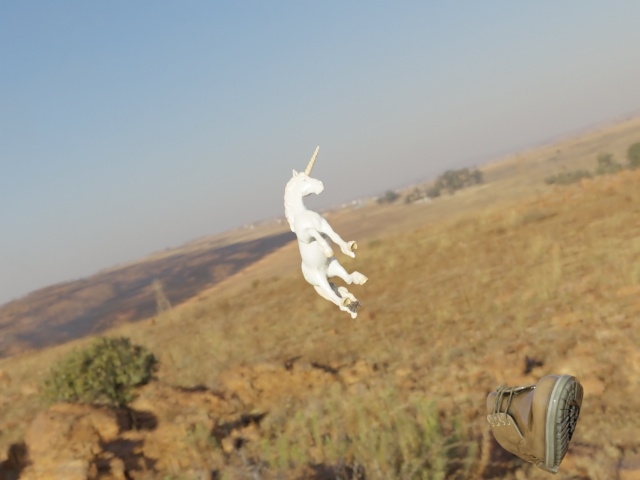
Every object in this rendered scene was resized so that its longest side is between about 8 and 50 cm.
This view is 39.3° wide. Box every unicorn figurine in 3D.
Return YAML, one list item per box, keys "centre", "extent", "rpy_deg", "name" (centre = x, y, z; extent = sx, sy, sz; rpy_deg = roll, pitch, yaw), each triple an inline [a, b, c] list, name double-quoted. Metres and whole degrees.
- centre: [0.000, 0.000, 0.931]
  extent: [0.060, 0.162, 0.111]
  rpy_deg: [-14, 32, -30]
  name: "unicorn figurine"

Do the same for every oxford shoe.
- centre: [0.216, 0.187, 0.932]
  extent: [0.096, 0.083, 0.227]
  rpy_deg: [22, -23, 16]
  name: "oxford shoe"
